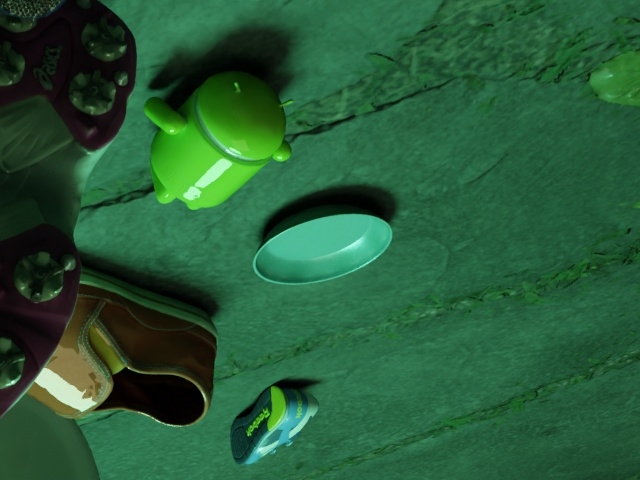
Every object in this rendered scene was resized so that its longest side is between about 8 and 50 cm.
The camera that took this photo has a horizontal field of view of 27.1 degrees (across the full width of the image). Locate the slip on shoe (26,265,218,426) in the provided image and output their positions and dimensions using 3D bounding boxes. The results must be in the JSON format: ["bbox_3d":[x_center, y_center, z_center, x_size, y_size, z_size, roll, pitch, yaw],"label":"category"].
[{"bbox_3d":[-0.207,0.090,1.082,0.123,0.101,0.331,-30,149,31],"label":"slip on shoe"}]

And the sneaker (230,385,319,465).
[{"bbox_3d":[-0.053,0.205,1.446,0.059,0.053,0.144,1,151,-34],"label":"sneaker"}]

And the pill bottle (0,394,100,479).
[{"bbox_3d":[-0.397,0.276,1.220,0.363,0.210,0.210,-28,151,24],"label":"pill bottle"}]

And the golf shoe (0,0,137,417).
[{"bbox_3d":[-0.189,0.004,0.721,0.115,0.306,0.140,28,148,-14],"label":"golf shoe"}]

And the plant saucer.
[{"bbox_3d":[0.000,0.000,1.104,0.119,0.021,0.119,-12,155,-6],"label":"plant saucer"}]

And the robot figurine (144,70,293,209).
[{"bbox_3d":[-0.068,-0.067,0.883,0.101,0.067,0.115,13,143,-36],"label":"robot figurine"}]

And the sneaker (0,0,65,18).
[{"bbox_3d":[-0.118,-0.174,0.623,0.083,0.087,0.221,1,150,-28],"label":"sneaker"}]
